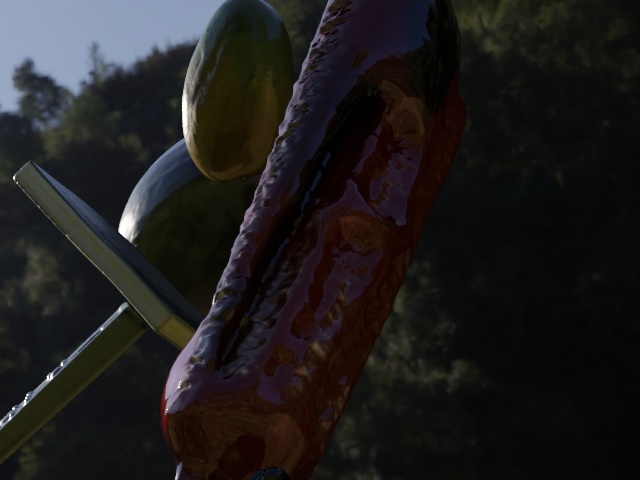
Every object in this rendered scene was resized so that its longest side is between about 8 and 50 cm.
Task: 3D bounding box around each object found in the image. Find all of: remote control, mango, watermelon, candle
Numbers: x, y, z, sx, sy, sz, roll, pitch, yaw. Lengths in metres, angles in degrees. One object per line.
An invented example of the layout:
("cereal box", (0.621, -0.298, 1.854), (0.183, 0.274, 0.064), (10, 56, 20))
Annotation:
("remote control", (-0.289, 0.169, 1.298), (0.285, 0.038, 0.123), (-42, 4, -7))
("mango", (-0.084, -0.156, 1.323), (0.092, 0.194, 0.130), (7, -7, -44))
("watermelon", (-0.111, -0.018, 1.739), (0.359, 0.278, 0.279), (-34, -27, 27))
("candle", (0.000, 0.000, 0.427), (0.059, 0.301, 0.084), (-20, -60, 34))

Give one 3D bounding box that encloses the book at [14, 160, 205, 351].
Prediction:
("book", (-0.159, 0.044, 1.195), (0.027, 0.264, 0.202), (-47, -38, -2))
